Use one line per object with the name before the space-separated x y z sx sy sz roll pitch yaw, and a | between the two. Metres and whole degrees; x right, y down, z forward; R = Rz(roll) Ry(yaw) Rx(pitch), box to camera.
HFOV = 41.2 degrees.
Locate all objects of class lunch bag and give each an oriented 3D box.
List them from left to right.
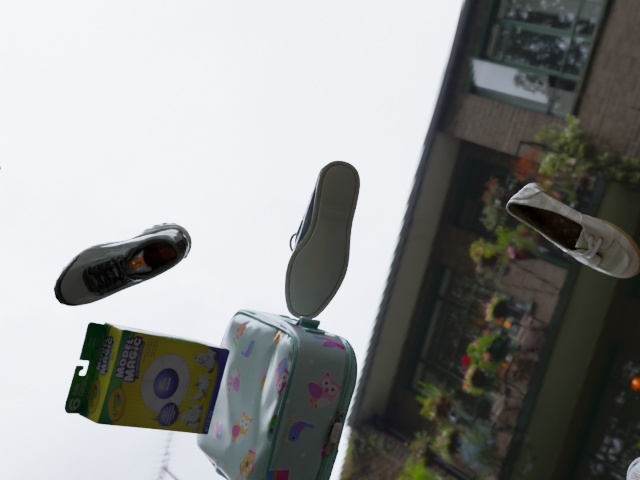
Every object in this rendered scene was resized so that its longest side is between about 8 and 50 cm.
lunch bag | -0.057 0.201 1.090 0.107 0.279 0.224 20 -94 -25

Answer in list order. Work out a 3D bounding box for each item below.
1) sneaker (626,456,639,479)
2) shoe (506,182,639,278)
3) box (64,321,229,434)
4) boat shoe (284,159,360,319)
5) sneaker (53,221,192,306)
sneaker | 0.528 0.376 1.314 0.106 0.101 0.267 -52 -28 -42
shoe | 0.368 -0.009 1.249 0.058 0.219 0.077 -20 -45 -38
box | -0.189 0.153 0.939 0.179 0.043 0.105 19 -97 -44
boat shoe | 0.000 0.000 1.340 0.095 0.079 0.255 11 -96 -4
sneaker | -0.371 0.046 1.582 0.271 0.108 0.100 -25 -77 -2
